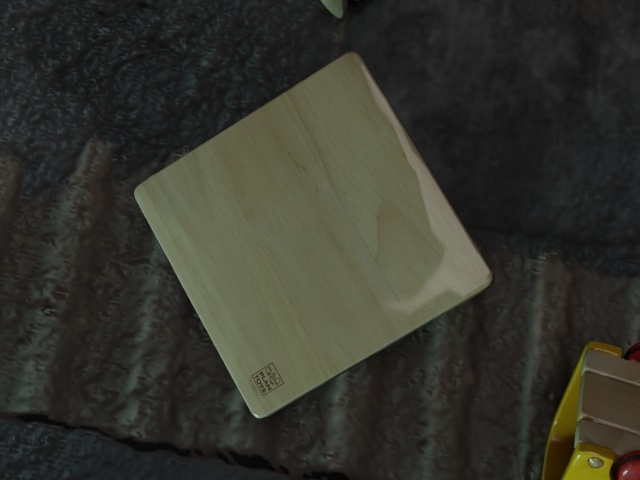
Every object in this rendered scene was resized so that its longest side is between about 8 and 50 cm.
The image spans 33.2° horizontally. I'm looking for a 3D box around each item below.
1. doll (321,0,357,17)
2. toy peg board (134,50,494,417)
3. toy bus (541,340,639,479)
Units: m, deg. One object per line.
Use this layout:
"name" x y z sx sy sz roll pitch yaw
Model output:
"doll" 0.061 -0.239 0.727 0.189 0.046 0.129 -39 81 -9
"toy peg board" 0.000 0.000 0.662 0.161 0.079 0.161 -32 77 8
"toy bus" 0.222 0.139 0.604 0.191 0.104 0.202 -14 46 -28
